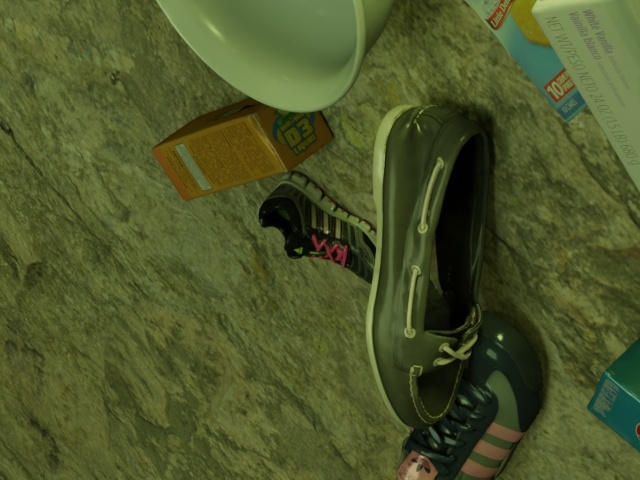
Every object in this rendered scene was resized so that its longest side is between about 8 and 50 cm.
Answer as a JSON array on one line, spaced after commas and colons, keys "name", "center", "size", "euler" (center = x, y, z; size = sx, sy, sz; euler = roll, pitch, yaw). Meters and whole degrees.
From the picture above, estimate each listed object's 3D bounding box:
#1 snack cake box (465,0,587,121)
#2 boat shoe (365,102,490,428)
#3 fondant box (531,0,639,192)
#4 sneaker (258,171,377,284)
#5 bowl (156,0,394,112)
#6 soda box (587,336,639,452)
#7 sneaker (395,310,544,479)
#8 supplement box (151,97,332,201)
[{"name": "snack cake box", "center": [0.220, -0.218, 1.200], "size": [0.152, 0.089, 0.264], "euler": [49, 150, 3]}, {"name": "boat shoe", "center": [0.110, 0.036, 1.556], "size": [0.095, 0.112, 0.335], "euler": [14, 116, 38]}, {"name": "fondant box", "center": [0.331, -0.106, 1.037], "size": [0.330, 0.096, 0.238], "euler": [-4, 133, 45]}, {"name": "sneaker", "center": [0.000, 0.000, 1.754], "size": [0.170, 0.075, 0.063], "euler": [40, 148, 20]}, {"name": "bowl", "center": [-0.033, -0.272, 1.447], "size": [0.298, 0.134, 0.298], "euler": [34, 145, 28]}, {"name": "soda box", "center": [0.347, 0.180, 1.471], "size": [0.210, 0.071, 0.067], "euler": [40, 147, 20]}, {"name": "sneaker", "center": [0.144, 0.203, 1.718], "size": [0.112, 0.131, 0.319], "euler": [39, 148, 23]}, {"name": "supplement box", "center": [-0.088, -0.104, 1.763], "size": [0.080, 0.078, 0.233], "euler": [58, 150, -10]}]
